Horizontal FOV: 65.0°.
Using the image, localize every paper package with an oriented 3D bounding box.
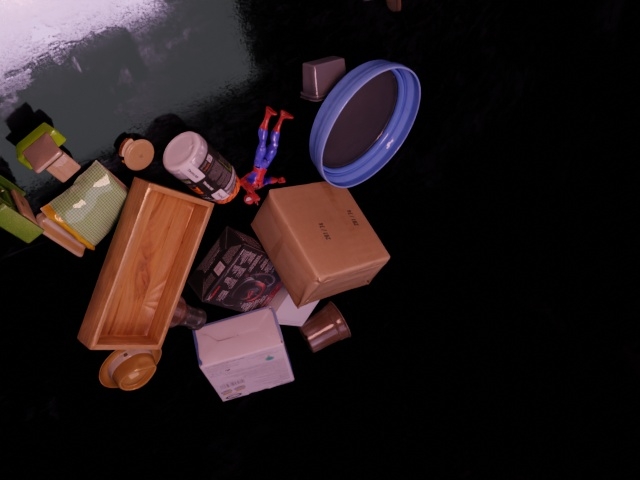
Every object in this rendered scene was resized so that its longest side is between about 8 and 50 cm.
[{"bbox_3d":[0.000,0.000,1.517,0.310,0.324,0.168,-13,152,-38],"label":"paper package"}]

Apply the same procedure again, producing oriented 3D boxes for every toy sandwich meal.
[{"bbox_3d":[-0.430,-0.203,1.175,0.086,0.029,0.085,-38,145,-32],"label":"toy sandwich meal"}]

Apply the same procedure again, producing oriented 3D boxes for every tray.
[{"bbox_3d":[-0.429,0.067,1.249,0.203,0.076,0.410,17,95,-55],"label":"tray"}]

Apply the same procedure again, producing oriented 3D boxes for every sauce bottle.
[{"bbox_3d":[-0.463,0.187,1.428,0.111,0.111,0.344,-49,145,1],"label":"sauce bottle"}]

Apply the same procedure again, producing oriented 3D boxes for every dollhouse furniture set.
[{"bbox_3d":[-0.529,-0.072,1.089,0.197,0.151,0.301,-43,143,-6],"label":"dollhouse furniture set"}]

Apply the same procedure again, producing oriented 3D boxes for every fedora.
[{"bbox_3d":[-0.568,0.396,1.534,0.195,0.079,0.194,-27,139,-27],"label":"fedora"}]

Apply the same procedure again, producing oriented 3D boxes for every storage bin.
[{"bbox_3d":[0.015,-0.440,1.358,0.135,0.098,0.090,-25,128,-27],"label":"storage bin"}]

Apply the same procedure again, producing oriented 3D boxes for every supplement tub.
[{"bbox_3d":[-0.292,-0.176,1.263,0.117,0.117,0.190,-47,143,-1],"label":"supplement tub"}]

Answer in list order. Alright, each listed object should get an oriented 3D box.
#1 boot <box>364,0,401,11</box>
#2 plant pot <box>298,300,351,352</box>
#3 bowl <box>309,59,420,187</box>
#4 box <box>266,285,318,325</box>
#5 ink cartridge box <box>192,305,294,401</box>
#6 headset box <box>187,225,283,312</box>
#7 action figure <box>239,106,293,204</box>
[{"bbox_3d":[0.136,-0.661,1.310,0.106,0.082,0.219,-30,150,12],"label":"boot"},{"bbox_3d":[0.009,0.356,2.022,0.165,0.167,0.166,-28,140,-13],"label":"plant pot"},{"bbox_3d":[0.127,-0.333,1.452,0.391,0.077,0.391,-34,150,-23],"label":"bowl"},{"bbox_3d":[-0.108,0.195,1.780,0.181,0.119,0.181,19,109,-51],"label":"box"},{"bbox_3d":[-0.245,0.405,1.706,0.270,0.151,0.395,-15,143,-6],"label":"ink cartridge box"},{"bbox_3d":[-0.231,0.108,1.585,0.218,0.110,0.293,-53,143,7],"label":"headset box"},{"bbox_3d":[-0.140,-0.206,1.378,0.092,0.139,0.280,0,125,-44],"label":"action figure"}]
